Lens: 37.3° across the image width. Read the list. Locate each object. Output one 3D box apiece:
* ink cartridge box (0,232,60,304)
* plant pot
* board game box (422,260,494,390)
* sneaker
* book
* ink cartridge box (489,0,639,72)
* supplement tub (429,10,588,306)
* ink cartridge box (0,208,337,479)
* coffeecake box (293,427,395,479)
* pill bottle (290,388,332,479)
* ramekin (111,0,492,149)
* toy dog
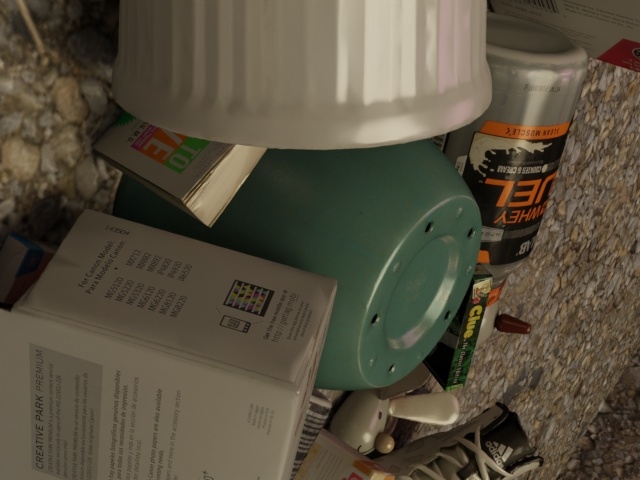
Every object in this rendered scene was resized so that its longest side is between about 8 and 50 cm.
[{"bbox_3d":[-0.218,0.028,0.750,0.083,0.028,0.048,20,98,-60],"label":"ink cartridge box"},{"bbox_3d":[0.000,0.000,0.858,0.293,0.235,0.293,-37,142,-36],"label":"plant pot"},{"bbox_3d":[0.093,0.027,1.016,0.030,0.259,0.136,-8,124,-23],"label":"board game box"},{"bbox_3d":[0.161,0.329,1.348,0.257,0.169,0.447,-39,166,21],"label":"sneaker"},{"bbox_3d":[-0.102,-0.079,0.718,0.096,0.144,0.035,-52,134,-10],"label":"book"},{"bbox_3d":[0.299,-0.345,0.988,0.160,0.279,0.385,-60,150,-5],"label":"ink cartridge box"},{"bbox_3d":[0.174,-0.090,1.091,0.194,0.194,0.316,-24,133,-47],"label":"supplement tub"},{"bbox_3d":[-0.154,0.144,0.754,0.130,0.272,0.309,-69,174,-53],"label":"ink cartridge box"},{"bbox_3d":[-0.032,0.281,1.085,0.142,0.185,0.068,-61,150,-2],"label":"coffeecake box"},{"bbox_3d":[-0.100,0.250,1.011,0.245,0.130,0.130,-60,150,-3],"label":"pill bottle"},{"bbox_3d":[-0.012,-0.173,0.673,0.277,0.277,0.135,-27,127,-45],"label":"ramekin"},{"bbox_3d":[0.170,0.174,1.332,0.333,0.161,0.220,-62,150,0],"label":"toy dog"}]
